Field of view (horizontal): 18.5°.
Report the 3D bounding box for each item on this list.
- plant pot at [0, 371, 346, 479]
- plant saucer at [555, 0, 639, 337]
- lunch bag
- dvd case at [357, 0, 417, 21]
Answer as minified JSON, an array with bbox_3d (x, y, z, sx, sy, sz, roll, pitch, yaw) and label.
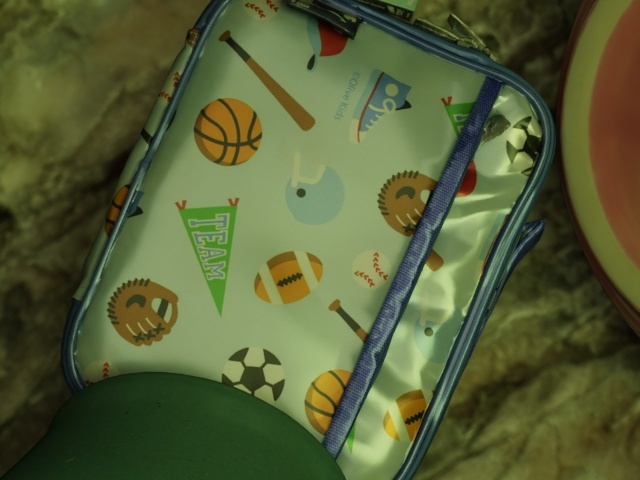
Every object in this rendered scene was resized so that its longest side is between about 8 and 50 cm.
[{"bbox_3d":[-0.098,0.219,1.020,0.271,0.271,0.255,21,44,0],"label":"plant pot"},{"bbox_3d":[0.257,-0.061,1.083,0.084,0.332,0.332,-7,83,-48],"label":"plant saucer"},{"bbox_3d":[0.000,0.000,1.157,0.243,0.115,0.303,25,85,-2],"label":"lunch bag"},{"bbox_3d":[0.010,-0.188,1.208,0.119,0.013,0.087,17,61,0],"label":"dvd case"}]
